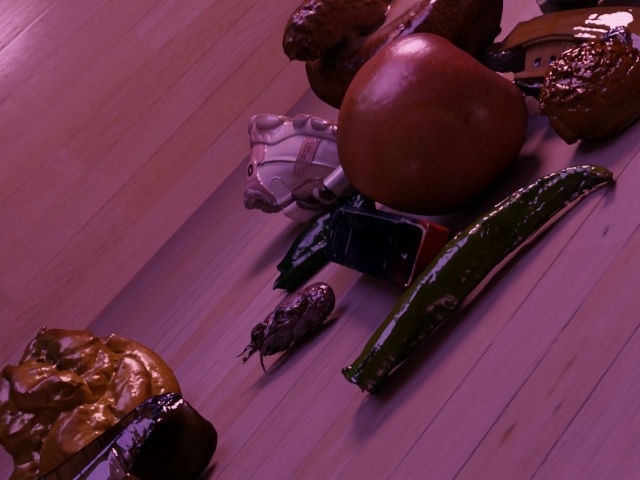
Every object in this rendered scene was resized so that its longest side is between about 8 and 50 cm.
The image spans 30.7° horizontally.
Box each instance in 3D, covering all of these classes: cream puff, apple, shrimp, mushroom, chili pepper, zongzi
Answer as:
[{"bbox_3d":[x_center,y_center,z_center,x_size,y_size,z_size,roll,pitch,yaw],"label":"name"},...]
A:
[{"bbox_3d":[-0.394,0.278,1.834,0.324,0.257,0.291,-51,10,-29],"label":"cream puff"},{"bbox_3d":[0.141,-0.143,1.524,0.253,0.253,0.253,-42,12,11],"label":"apple"},{"bbox_3d":[-0.050,0.124,1.653,0.190,0.075,0.073,-33,35,23],"label":"shrimp"},{"bbox_3d":[0.126,-0.317,1.770,0.345,0.239,0.345,-9,45,9],"label":"mushroom"},{"bbox_3d":[-0.001,-0.002,1.933,0.224,0.061,0.098,-42,19,5],"label":"chili pepper"},{"bbox_3d":[0.318,-0.180,1.361,0.126,0.103,0.144,-47,18,-16],"label":"cream puff"},{"bbox_3d":[0.162,0.032,1.261,0.359,0.076,0.085,-44,-13,3],"label":"chili pepper"},{"bbox_3d":[-0.240,0.345,1.430,0.286,0.138,0.300,-36,25,-1],"label":"zongzi"}]

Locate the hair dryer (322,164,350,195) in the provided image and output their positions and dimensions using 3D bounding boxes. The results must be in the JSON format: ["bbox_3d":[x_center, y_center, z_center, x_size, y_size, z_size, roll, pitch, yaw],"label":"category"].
[{"bbox_3d":[0.099,-0.148,1.910,0.236,0.131,0.073,-43,10,-3],"label":"hair dryer"}]

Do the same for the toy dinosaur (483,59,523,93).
[{"bbox_3d":[0.221,-0.185,1.764,0.153,0.094,0.259,-34,23,41],"label":"toy dinosaur"}]

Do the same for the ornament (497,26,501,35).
[{"bbox_3d":[0.209,-0.307,2.218,0.260,0.106,0.251,-56,7,-11],"label":"ornament"}]

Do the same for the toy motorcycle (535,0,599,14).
[{"bbox_3d":[0.398,-0.456,1.735,0.169,0.237,0.410,-33,10,-18],"label":"toy motorcycle"}]

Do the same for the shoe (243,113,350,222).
[{"bbox_3d":[-0.011,-0.130,2.207,0.351,0.172,0.198,11,92,54],"label":"shoe"}]

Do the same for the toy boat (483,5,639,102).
[{"bbox_3d":[0.328,-0.238,1.524,0.121,0.089,0.321,-58,25,-8],"label":"toy boat"}]

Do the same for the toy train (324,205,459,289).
[{"bbox_3d":[0.094,0.012,1.491,0.409,0.089,0.086,-163,92,-76],"label":"toy train"}]
